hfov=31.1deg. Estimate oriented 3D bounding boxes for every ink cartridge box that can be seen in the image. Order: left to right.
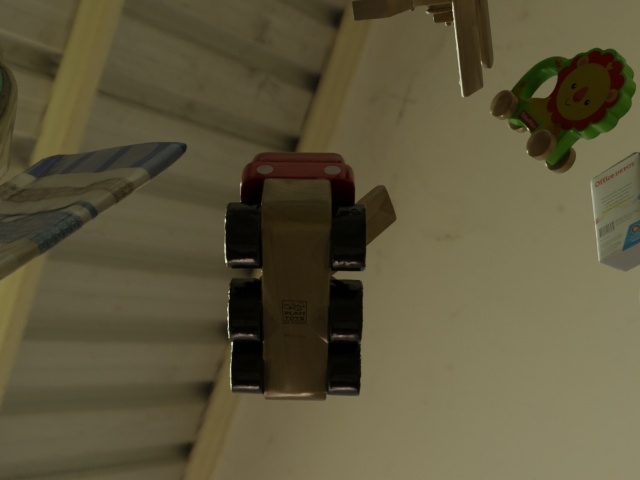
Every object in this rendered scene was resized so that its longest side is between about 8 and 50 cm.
[{"bbox_3d":[0.391,-0.036,1.440,0.052,0.088,0.123,17,-122,-29],"label":"ink cartridge box"}]

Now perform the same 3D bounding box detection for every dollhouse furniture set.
[{"bbox_3d":[0.132,-0.250,1.434,0.144,0.151,0.123,-35,-60,-56],"label":"dollhouse furniture set"}]

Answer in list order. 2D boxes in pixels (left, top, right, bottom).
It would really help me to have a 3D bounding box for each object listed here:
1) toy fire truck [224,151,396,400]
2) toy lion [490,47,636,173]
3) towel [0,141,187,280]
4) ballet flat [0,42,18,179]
[{"bbox_3d":[0.000,0.000,1.074,0.246,0.158,0.217,-90,0,-55],"label":"toy fire truck"},{"bbox_3d":[0.184,-0.105,0.854,0.034,0.100,0.096,29,-71,-36],"label":"toy lion"},{"bbox_3d":[-0.283,-0.022,1.076,0.285,0.209,0.034,-40,-63,-42],"label":"towel"},{"bbox_3d":[-0.203,-0.070,0.637,0.086,0.248,0.086,-7,-54,-10],"label":"ballet flat"}]
